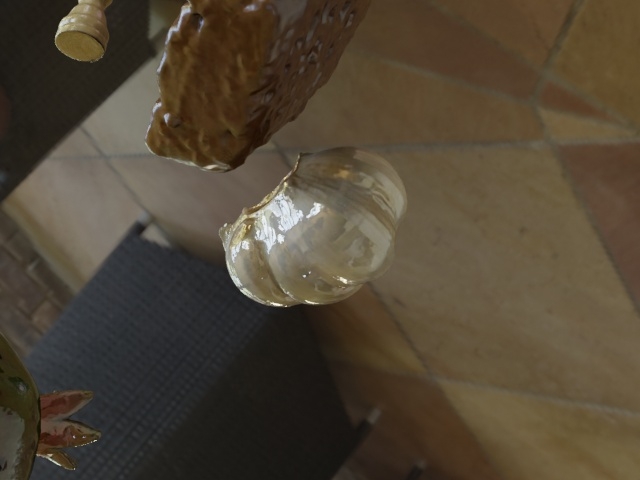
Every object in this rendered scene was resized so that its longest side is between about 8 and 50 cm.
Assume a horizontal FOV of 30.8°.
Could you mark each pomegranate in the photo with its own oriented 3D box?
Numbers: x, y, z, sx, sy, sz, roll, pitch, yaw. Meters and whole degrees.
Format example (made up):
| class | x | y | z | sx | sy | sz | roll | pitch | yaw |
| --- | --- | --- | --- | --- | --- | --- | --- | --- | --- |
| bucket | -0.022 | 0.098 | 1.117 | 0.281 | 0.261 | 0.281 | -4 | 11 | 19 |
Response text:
| class | x | y | z | sx | sy | sz | roll | pitch | yaw |
| --- | --- | --- | --- | --- | --- | --- | --- | --- | --- |
| pomegranate | -0.428 | 0.199 | 1.326 | 0.290 | 0.323 | 0.291 | 13 | 115 | 30 |

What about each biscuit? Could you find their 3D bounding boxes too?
| class | x | y | z | sx | sy | sz | roll | pitch | yaw |
| --- | --- | --- | --- | --- | --- | --- | --- | --- | --- |
| biscuit | -0.058 | -0.296 | 1.539 | 0.166 | 0.395 | 0.343 | 29 | 137 | 8 |

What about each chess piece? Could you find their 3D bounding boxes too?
| class | x | y | z | sx | sy | sz | roll | pitch | yaw |
| --- | --- | --- | --- | --- | --- | --- | --- | --- | --- |
| chess piece | -0.299 | -0.299 | 1.514 | 0.066 | 0.122 | 0.066 | 8 | 150 | 5 |

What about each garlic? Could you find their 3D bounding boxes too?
| class | x | y | z | sx | sy | sz | roll | pitch | yaw |
| --- | --- | --- | --- | --- | --- | --- | --- | --- | --- |
| garlic | 0.008 | 0.003 | 1.603 | 0.203 | 0.281 | 0.185 | 38 | -170 | -28 |
